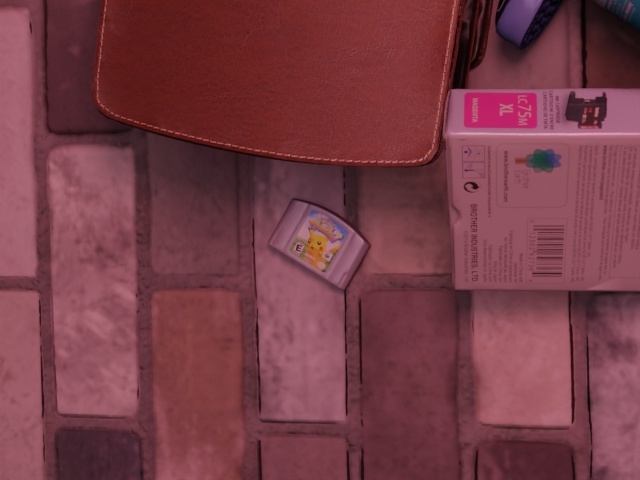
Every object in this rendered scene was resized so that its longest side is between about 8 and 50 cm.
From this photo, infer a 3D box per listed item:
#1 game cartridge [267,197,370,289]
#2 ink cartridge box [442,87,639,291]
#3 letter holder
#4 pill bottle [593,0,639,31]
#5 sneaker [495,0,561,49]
[{"bbox_3d":[0.000,0.000,1.305,0.083,0.017,0.056,31,96,11],"label":"game cartridge"},{"bbox_3d":[0.255,-0.036,1.145,0.311,0.186,0.065,2,49,9],"label":"ink cartridge box"},{"bbox_3d":[-0.019,-0.178,1.234,0.301,0.152,0.215,10,97,14],"label":"letter holder"},{"bbox_3d":[0.337,-0.195,1.139,0.264,0.146,0.146,35,101,11],"label":"pill bottle"},{"bbox_3d":[0.185,-0.278,1.214,0.090,0.081,0.232,26,92,15],"label":"sneaker"}]
